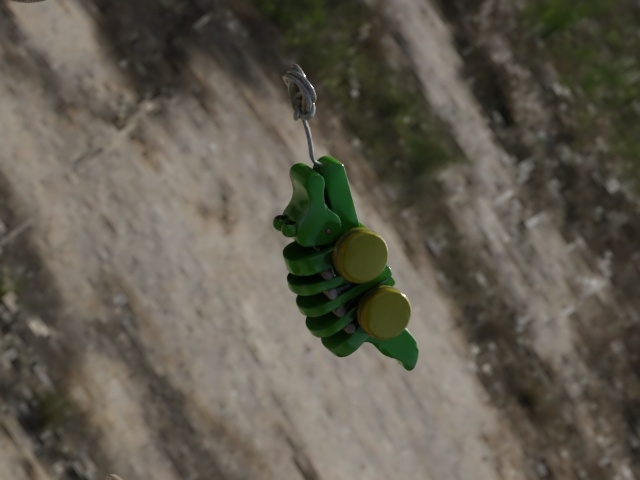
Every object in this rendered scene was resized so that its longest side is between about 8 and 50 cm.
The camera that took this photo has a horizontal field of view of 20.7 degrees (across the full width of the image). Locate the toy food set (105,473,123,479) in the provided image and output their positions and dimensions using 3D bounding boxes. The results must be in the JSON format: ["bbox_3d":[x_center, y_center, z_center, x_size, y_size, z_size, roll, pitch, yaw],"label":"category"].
[{"bbox_3d":[-0.178,0.286,1.418,0.038,0.132,0.192,4,88,-21],"label":"toy food set"}]

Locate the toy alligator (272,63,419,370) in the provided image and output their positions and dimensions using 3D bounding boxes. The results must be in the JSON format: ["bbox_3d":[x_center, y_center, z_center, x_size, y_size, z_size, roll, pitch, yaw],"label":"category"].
[{"bbox_3d":[0.000,0.000,0.924,0.056,0.051,0.190,38,-25,60],"label":"toy alligator"}]

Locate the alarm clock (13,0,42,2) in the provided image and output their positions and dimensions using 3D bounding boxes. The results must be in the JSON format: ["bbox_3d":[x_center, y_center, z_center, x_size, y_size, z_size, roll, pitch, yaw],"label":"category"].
[{"bbox_3d":[-0.239,-0.239,1.387,0.129,0.192,0.064,42,34,8],"label":"alarm clock"}]
